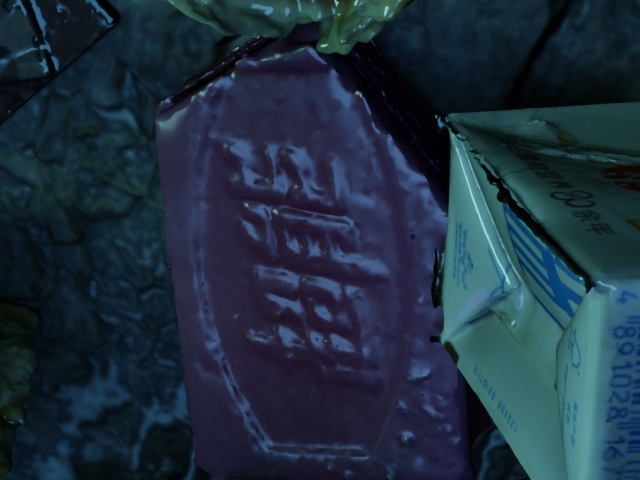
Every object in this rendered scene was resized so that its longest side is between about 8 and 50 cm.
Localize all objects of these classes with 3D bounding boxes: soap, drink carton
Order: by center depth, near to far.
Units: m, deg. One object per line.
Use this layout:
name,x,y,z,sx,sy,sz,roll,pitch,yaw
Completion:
drink carton,0.227,0.022,0.763,0.325,0.194,0.132,-5,116,-12
soap,0.000,0.000,0.891,0.162,0.099,0.250,0,112,15

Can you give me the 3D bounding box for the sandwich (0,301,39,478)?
sandwich,-0.247,0.105,0.927,0.198,0.155,0.227,-9,121,6

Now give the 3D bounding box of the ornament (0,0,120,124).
ornament,-0.229,-0.088,0.830,0.166,0.196,0.153,-38,102,21

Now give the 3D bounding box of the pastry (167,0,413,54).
pastry,-0.004,-0.232,0.764,0.237,0.170,0.256,35,119,14
